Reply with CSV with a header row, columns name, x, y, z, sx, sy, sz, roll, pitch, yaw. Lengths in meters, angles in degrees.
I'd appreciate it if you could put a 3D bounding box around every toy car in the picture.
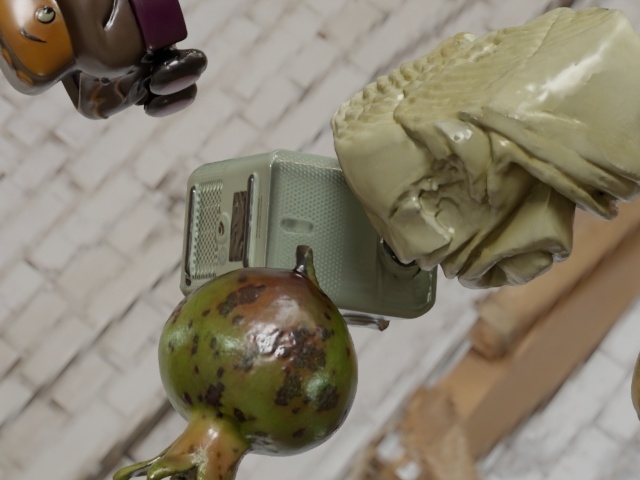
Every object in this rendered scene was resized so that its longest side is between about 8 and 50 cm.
name,x,y,z,sx,sy,sz,roll,pitch,yaw
toy car,-0.302,-0.271,2.382,0.240,0.271,0.341,-23,-10,-12

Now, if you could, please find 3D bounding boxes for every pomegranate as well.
name,x,y,z,sx,sy,sz,roll,pitch,yaw
pomegranate,-0.063,0.109,1.399,0.220,0.156,0.156,-45,-20,-40

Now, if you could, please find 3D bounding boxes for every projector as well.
name,x,y,z,sx,sy,sz,roll,pitch,yaw
projector,0.000,0.000,1.903,0.242,0.177,0.163,10,-98,-32

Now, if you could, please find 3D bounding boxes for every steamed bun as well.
name,x,y,z,sx,sy,sz,roll,pitch,yaw
steamed bun,0.175,-0.077,1.692,0.289,0.203,0.276,-26,19,7

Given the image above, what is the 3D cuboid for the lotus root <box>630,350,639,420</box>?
name,x,y,z,sx,sy,sz,roll,pitch,yaw
lotus root,0.350,0.085,1.629,0.125,0.118,0.221,21,-79,-49
